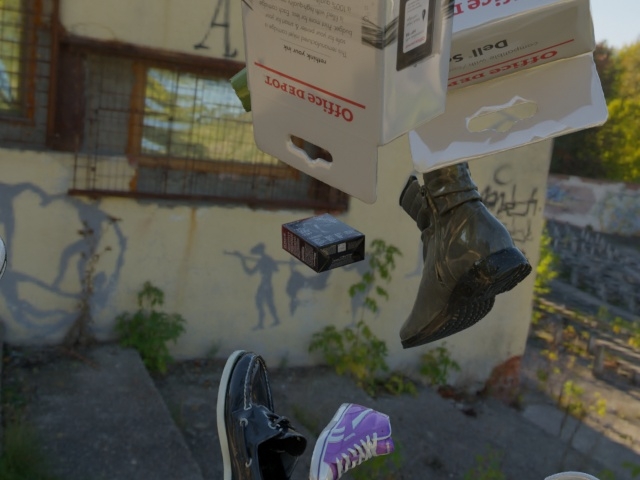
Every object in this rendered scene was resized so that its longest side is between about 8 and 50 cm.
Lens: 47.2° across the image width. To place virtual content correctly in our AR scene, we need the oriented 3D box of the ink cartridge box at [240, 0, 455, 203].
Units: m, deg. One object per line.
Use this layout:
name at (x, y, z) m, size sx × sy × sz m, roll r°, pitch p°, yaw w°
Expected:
ink cartridge box at (0.012, -0.122, 0.386) m, size 0.104 × 0.180 × 0.060 m, roll 30°, pitch 47°, yaw 34°

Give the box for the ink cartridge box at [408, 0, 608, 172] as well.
ink cartridge box at (0.137, -0.265, 0.707) m, size 0.207 × 0.354 × 0.119 m, roll -15°, pitch -16°, yaw 19°

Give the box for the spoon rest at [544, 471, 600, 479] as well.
spoon rest at (0.397, 0.427, 0.956) m, size 0.137 × 0.084 × 0.276 m, roll 37°, pitch 25°, yaw -51°

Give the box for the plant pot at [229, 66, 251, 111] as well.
plant pot at (-0.080, -0.216, 1.007) m, size 0.079 × 0.083 × 0.083 m, roll -29°, pitch 12°, yaw 1°

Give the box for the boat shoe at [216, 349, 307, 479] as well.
boat shoe at (-0.072, 0.298, 1.002) m, size 0.113 × 0.127 × 0.340 m, roll -16°, pitch 46°, yaw 17°

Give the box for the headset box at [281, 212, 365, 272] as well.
headset box at (0.000, 0.000, 0.799) m, size 0.062 × 0.032 × 0.083 m, roll -15°, pitch 27°, yaw -31°

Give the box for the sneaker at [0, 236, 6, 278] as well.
sneaker at (-0.663, 0.070, 1.143) m, size 0.169 × 0.257 × 0.447 m, roll 48°, pitch 45°, yaw 0°

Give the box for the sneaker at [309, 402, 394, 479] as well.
sneaker at (0.084, 0.490, 1.720) m, size 0.160 × 0.102 × 0.282 m, roll 9°, pitch 33°, yaw 22°

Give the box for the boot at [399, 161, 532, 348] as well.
boot at (0.137, 0.015, 0.841) m, size 0.083 × 0.161 × 0.246 m, roll -14°, pitch -24°, yaw -26°
